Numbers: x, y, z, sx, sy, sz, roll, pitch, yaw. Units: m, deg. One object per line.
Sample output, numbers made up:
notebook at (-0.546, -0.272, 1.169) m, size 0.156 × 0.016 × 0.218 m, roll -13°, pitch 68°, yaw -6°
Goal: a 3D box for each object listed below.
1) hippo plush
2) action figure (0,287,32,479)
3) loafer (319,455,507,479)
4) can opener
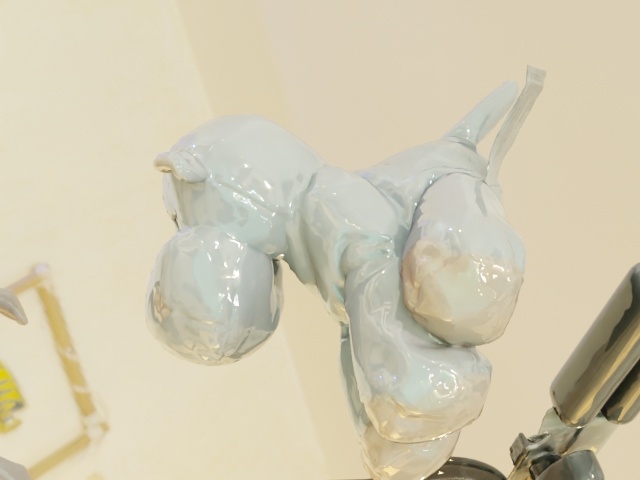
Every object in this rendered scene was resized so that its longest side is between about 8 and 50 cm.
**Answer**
hippo plush at (0.000, 0.000, 0.730) m, size 0.237 × 0.234 × 0.294 m, roll 14°, pitch -87°, yaw -1°
action figure at (-0.391, 0.116, 0.828) m, size 0.178 × 0.330 × 0.341 m, roll 71°, pitch -1°, yaw -54°
loafer at (0.066, 0.255, 0.993) m, size 0.220 × 0.078 × 0.080 m, roll -13°, pitch -73°, yaw 12°
can opener at (0.218, 0.126, 0.830) m, size 0.280 × 0.074 × 0.093 m, roll 107°, pitch -27°, yaw -43°
